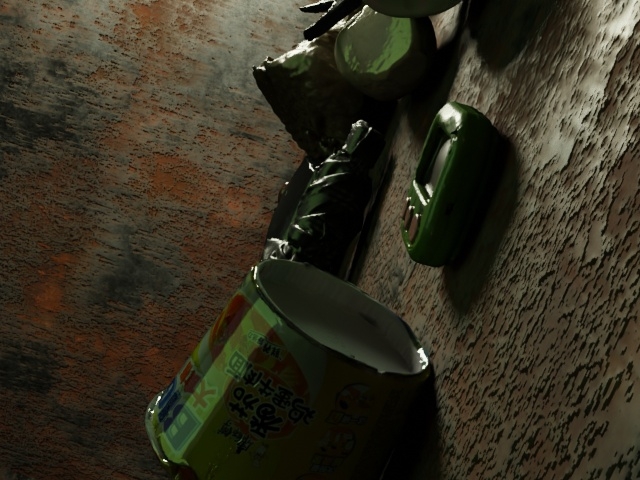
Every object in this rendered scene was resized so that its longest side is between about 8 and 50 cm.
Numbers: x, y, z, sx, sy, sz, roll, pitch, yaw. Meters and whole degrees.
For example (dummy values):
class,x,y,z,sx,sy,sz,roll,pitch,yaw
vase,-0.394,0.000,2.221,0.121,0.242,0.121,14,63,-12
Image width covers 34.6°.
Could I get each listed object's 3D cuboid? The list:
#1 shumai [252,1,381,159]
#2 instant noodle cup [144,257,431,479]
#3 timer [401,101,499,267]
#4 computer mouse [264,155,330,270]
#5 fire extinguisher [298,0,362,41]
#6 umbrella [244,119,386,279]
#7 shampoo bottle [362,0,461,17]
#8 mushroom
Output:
class,x,y,z,sx,sy,sz,roll,pitch,yaw
shumai,0.058,-0.276,1.669,0.283,0.217,0.346,-41,-6,-11
instant noodle cup,-0.014,0.119,0.803,0.153,0.205,0.205,-59,9,17
timer,0.105,-0.047,0.844,0.140,0.047,0.128,-93,21,-75
computer mouse,-0.035,0.004,1.587,0.170,0.100,0.270,-140,59,-78
fire extinguisher,0.058,-0.402,1.376,0.138,0.102,0.344,-7,51,38
umbrella,-0.003,0.000,1.423,0.337,0.128,0.154,-66,21,-5
shampoo bottle,0.104,-0.403,1.176,0.350,0.151,0.222,-85,-14,-54
mushroom,0.085,-0.246,1.339,0.350,0.128,0.128,-78,7,-80
